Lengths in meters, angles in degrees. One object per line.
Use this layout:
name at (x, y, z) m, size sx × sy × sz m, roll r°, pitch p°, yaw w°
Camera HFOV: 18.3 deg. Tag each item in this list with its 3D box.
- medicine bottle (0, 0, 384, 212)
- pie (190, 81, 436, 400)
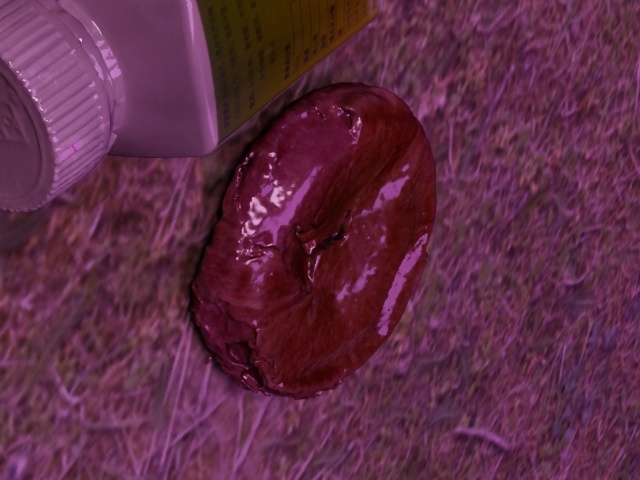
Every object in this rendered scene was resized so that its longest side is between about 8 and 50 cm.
medicine bottle at (-0.077, -0.096, 0.809) m, size 0.188 × 0.132 × 0.088 m, roll -43°, pitch 140°, yaw -38°
pie at (0.000, 0.000, 1.075) m, size 0.182 × 0.050 × 0.182 m, roll -33°, pitch 135°, yaw -40°
